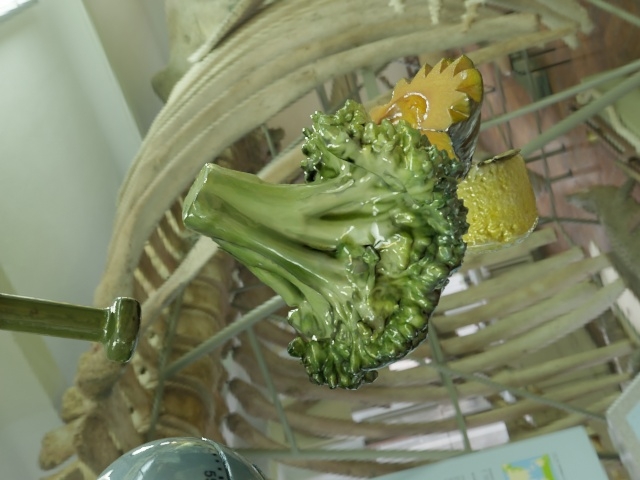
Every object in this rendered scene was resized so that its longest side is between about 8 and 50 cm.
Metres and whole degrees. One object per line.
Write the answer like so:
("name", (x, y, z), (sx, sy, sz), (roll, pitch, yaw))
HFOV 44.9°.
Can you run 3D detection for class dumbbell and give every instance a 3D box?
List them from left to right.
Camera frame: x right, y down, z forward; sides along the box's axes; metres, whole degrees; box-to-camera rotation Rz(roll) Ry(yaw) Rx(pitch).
("dumbbell", (-0.180, 0.052, 0.516), (0.052, 0.118, 0.046), (179, 101, -69))

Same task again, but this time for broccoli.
("broccoli", (0.000, 0.000, 0.682), (0.263, 0.244, 0.246), (152, 132, -66))

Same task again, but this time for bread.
("bread", (0.280, -0.063, 1.344), (0.197, 0.197, 0.170), (-63, -37, -82))

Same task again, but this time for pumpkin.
("pumpkin", (0.189, -0.171, 1.130), (0.149, 0.130, 0.254), (41, 170, -24))

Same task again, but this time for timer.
("timer", (-0.079, 0.238, 0.619), (0.255, 0.175, 0.175), (23, -132, -54))
